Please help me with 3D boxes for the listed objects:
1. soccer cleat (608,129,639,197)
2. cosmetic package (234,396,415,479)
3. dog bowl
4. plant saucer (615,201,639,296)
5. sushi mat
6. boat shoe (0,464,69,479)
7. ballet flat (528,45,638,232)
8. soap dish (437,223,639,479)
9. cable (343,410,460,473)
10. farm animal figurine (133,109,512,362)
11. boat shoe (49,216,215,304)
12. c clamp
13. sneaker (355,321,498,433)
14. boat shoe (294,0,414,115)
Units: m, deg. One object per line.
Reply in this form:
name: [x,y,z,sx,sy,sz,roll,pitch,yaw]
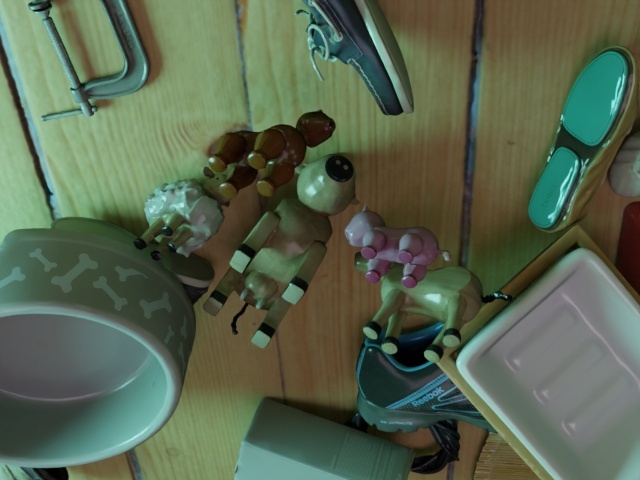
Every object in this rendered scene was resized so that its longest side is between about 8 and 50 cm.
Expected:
soccer cleat: [0.382,-0.100,0.849,0.068,0.076,0.196,24,140,-11]
cosmetic package: [0.001,0.335,1.143,0.238,0.107,0.127,21,126,7]
dog bowl: [-0.322,0.147,0.941,0.349,0.102,0.348,-6,134,-7]
plant saucer: [0.511,0.060,1.009,0.259,0.047,0.258,-4,126,4]
sushi mat: [0.401,0.353,1.240,0.317,0.019,0.151,5,127,-3]
boat shoe: [-0.442,0.263,1.128,0.093,0.102,0.285,-15,121,-6]
ballet flat: [0.301,-0.111,0.878,0.073,0.080,0.232,-8,134,-29]
soap dish: [0.301,0.157,0.943,0.229,0.118,0.291,-42,99,0]
cable: [0.131,0.289,1.182,0.185,0.047,0.150,23,118,-11]
farm animal figurine: [0.000,0.000,0.890,0.330,0.172,0.327,46,133,-14]
boat shoe: [-0.236,0.033,0.969,0.206,0.075,0.065,20,121,-20]
c clamp: [-0.254,-0.200,0.828,0.137,0.022,0.160,-6,127,4]
sneaker: [0.215,0.176,1.046,0.341,0.125,0.139,-5,122,2]
boat shoe: [0.013,-0.223,0.768,0.079,0.095,0.254,-25,121,15]
